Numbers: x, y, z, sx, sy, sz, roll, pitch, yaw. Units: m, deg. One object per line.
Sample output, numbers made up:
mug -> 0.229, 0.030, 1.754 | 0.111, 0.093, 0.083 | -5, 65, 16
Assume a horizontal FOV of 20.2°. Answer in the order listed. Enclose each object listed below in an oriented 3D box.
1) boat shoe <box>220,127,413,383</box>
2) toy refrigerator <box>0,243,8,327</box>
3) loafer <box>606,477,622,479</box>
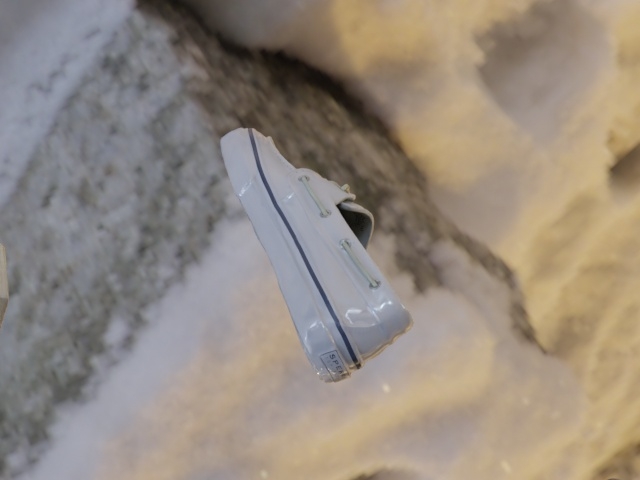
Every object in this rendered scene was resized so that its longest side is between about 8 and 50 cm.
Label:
boat shoe -> 0.000, 0.000, 1.182 | 0.075, 0.226, 0.083 | -25, 140, 0
toy refrigerator -> -0.319, 0.125, 1.361 | 0.102, 0.094, 0.269 | 11, 115, -18
loafer -> 0.154, 0.189, 0.986 | 0.050, 0.056, 0.148 | 16, 138, -5
